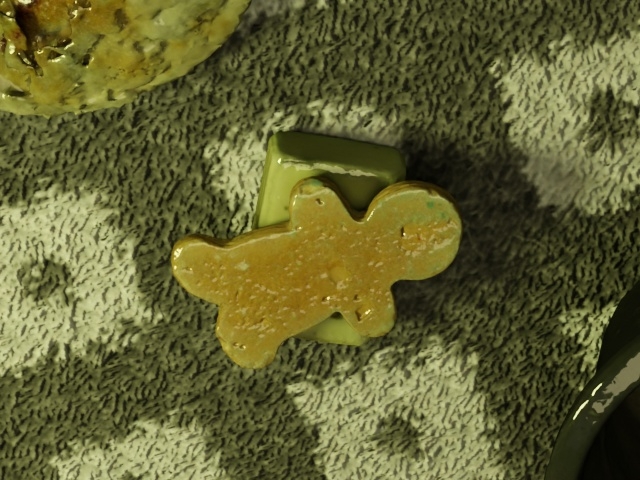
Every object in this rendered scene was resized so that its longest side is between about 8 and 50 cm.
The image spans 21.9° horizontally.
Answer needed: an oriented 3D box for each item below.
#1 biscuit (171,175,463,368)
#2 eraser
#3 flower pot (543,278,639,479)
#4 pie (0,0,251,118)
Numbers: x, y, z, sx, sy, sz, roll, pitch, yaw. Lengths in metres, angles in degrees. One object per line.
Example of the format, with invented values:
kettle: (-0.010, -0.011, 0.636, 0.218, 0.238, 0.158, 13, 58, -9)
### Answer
biscuit: (0.007, 0.019, 1.359, 0.234, 0.030, 0.153, -25, 116, 11)
eraser: (0.000, 0.000, 1.401, 0.117, 0.058, 0.172, 10, 117, -6)
flower pot: (0.363, 0.140, 1.368, 0.379, 0.251, 0.379, 1, 118, 2)
pie: (-0.210, -0.230, 1.240, 0.339, 0.077, 0.339, 3, 135, 3)
